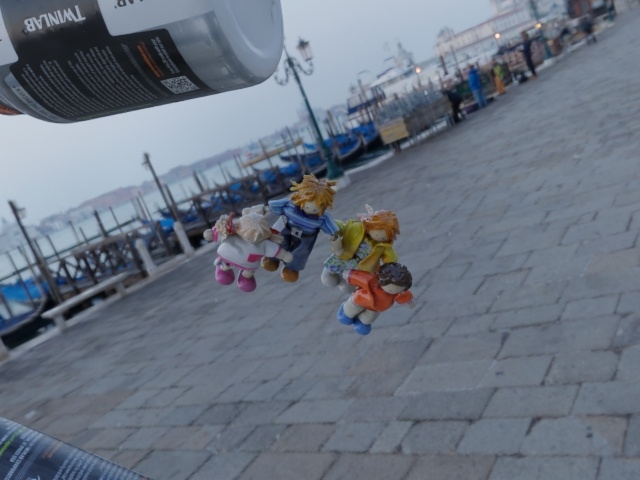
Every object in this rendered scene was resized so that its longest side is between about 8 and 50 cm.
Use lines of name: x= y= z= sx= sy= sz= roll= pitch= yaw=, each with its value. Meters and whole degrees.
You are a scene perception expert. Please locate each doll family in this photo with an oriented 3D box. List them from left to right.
doll family: x=0.000 y=0.000 z=0.728 sx=0.163 sy=0.262 sz=0.119 roll=123 pitch=163 yaw=-53

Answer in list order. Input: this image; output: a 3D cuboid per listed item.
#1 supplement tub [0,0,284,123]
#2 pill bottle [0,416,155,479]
supplement tub: x=-0.212 y=-0.228 z=0.625 sx=0.315 sy=0.194 sz=0.193 roll=-7 pitch=15 yaw=18
pill bottle: x=-0.238 y=0.279 z=0.600 sx=0.130 sy=0.245 sz=0.131 roll=-156 pitch=90 yaw=-86
